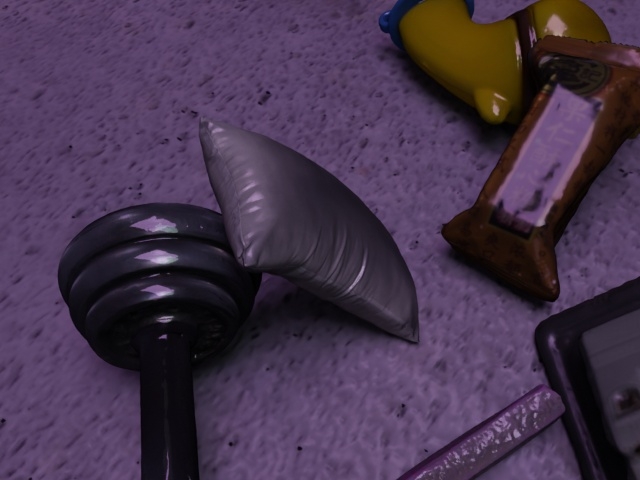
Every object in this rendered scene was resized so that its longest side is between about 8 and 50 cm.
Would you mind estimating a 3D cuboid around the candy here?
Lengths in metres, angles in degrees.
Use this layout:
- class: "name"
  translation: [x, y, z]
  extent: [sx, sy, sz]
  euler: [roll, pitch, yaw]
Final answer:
- class: "candy"
  translation: [0.229, -0.087, 0.626]
  extent: [0.143, 0.101, 0.271]
  euler: [28, 86, 24]

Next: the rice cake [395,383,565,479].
- class: "rice cake"
  translation: [0.111, 0.180, 0.509]
  extent: [0.206, 0.047, 0.036]
  euler: [-27, 62, -16]

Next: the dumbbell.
- class: "dumbbell"
  translation: [-0.113, 0.141, 0.469]
  extent: [0.179, 0.179, 0.406]
  euler: [-10, 52, -5]

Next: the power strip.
- class: "power strip"
  translation: [0.295, 0.112, 0.454]
  extent: [0.257, 0.092, 0.251]
  euler: [-33, 39, 29]

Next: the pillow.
- class: "pillow"
  translation: [0.000, 0.001, 0.546]
  extent: [0.078, 0.254, 0.144]
  euler: [-30, 54, 23]

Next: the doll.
- class: "doll"
  translation: [0.218, -0.224, 0.756]
  extent: [0.363, 0.145, 0.199]
  euler: [28, 64, 30]
